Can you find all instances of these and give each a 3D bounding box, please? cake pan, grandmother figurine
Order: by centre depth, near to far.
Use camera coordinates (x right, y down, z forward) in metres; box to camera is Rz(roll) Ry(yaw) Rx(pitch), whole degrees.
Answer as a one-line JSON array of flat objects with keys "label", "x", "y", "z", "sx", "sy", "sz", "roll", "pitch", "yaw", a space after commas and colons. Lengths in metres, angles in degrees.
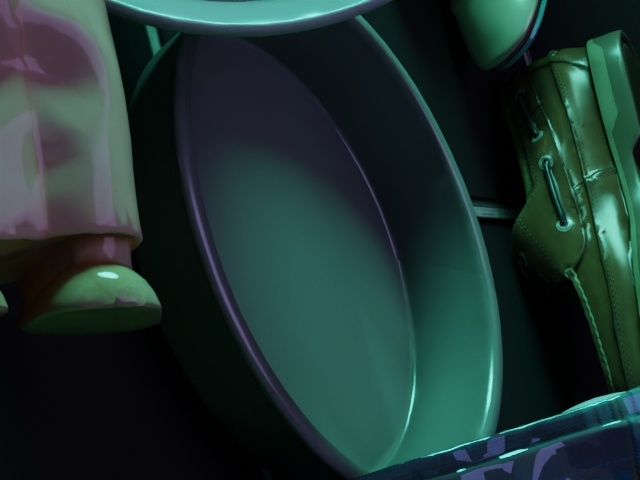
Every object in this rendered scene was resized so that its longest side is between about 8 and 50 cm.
[{"label": "grandmother figurine", "x": -0.138, "y": -0.137, "z": 0.610, "sx": 0.207, "sy": 0.104, "sz": 0.343, "roll": 4, "pitch": 77, "yaw": -40}, {"label": "cake pan", "x": 0.000, "y": 0.000, "z": 0.848, "sx": 0.293, "sy": 0.054, "sz": 0.293, "roll": 37, "pitch": 42, "yaw": -43}]

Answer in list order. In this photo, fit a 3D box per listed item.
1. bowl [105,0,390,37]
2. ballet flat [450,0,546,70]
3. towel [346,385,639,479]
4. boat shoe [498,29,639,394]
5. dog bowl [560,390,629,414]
[{"label": "bowl", "x": -0.055, "y": -0.221, "z": 0.756, "sx": 0.297, "sy": 0.134, "sz": 0.298, "roll": 2, "pitch": 80, "yaw": -14}, {"label": "ballet flat", "x": 0.122, "y": -0.213, "z": 1.186, "sx": 0.086, "sy": 0.086, "sz": 0.248, "roll": 53, "pitch": 31, "yaw": -26}, {"label": "towel", "x": 0.105, "y": 0.260, "z": 0.683, "sx": 0.271, "sy": 0.040, "sz": 0.370, "roll": -14, "pitch": 74, "yaw": -22}, {"label": "boat shoe", "x": 0.190, "y": 0.005, "z": 1.123, "sx": 0.111, "sy": 0.104, "sz": 0.307, "roll": 46, "pitch": 34, "yaw": -50}, {"label": "dog bowl", "x": 0.174, "y": 0.216, "z": 0.828, "sx": 0.264, "sy": 0.104, "sz": 0.265, "roll": 12, "pitch": 57, "yaw": -20}]
